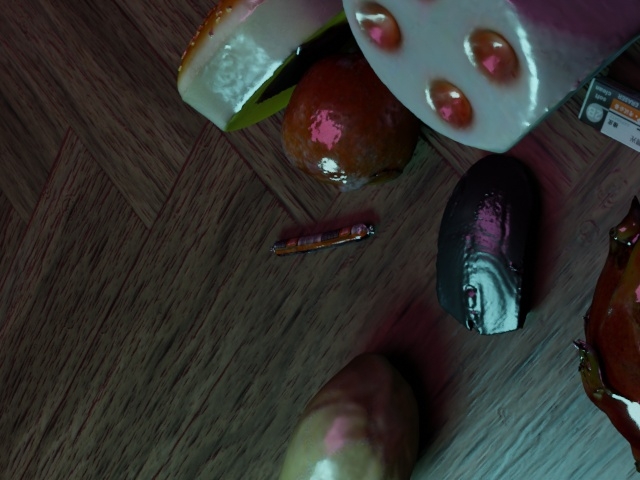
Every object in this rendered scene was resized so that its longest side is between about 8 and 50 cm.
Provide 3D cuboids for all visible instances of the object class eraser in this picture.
[{"bbox_3d":[0.336,-0.127,1.207,0.122,0.029,0.052,36,123,32],"label":"eraser"}]

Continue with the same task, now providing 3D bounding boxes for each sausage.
[{"bbox_3d":[0.000,0.000,1.559,0.198,0.025,0.028,-12,64,44],"label":"sausage"}]

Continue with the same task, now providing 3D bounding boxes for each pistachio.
[{"bbox_3d":[0.036,0.279,1.508,0.181,0.162,0.293,-119,41,-50],"label":"pistachio"}]

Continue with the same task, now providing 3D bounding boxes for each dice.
[{"bbox_3d":[0.183,-0.249,1.108,0.251,0.243,0.259,47,155,2],"label":"dice"}]

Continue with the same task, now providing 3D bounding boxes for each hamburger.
[{"bbox_3d":[-0.063,-0.262,1.411,0.295,0.227,0.151,-36,88,40],"label":"hamburger"}]

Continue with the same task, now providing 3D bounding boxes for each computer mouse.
[{"bbox_3d":[0.196,0.009,1.344,0.122,0.073,0.217,19,114,38],"label":"computer mouse"}]

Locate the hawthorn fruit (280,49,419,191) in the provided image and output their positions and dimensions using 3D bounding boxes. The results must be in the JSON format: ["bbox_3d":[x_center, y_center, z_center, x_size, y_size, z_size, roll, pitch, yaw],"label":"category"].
[{"bbox_3d":[0.037,-0.148,1.388,0.172,0.172,0.173,13,110,41],"label":"hawthorn fruit"}]

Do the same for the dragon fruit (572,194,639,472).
[{"bbox_3d":[0.370,0.097,1.103,0.250,0.250,0.315,-30,94,43],"label":"dragon fruit"}]
